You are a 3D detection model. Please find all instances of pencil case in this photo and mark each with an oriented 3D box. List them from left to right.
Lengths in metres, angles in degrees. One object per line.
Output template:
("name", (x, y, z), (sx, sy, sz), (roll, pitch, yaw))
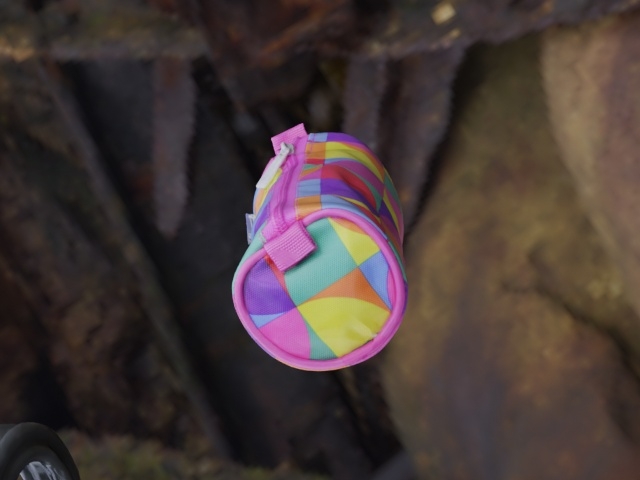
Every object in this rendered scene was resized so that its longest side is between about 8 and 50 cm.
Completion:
("pencil case", (0.000, 0.000, 1.185), (0.236, 0.104, 0.104), (-95, -20, -76))

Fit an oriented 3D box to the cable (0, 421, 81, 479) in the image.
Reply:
("cable", (-0.108, 0.213, 0.857), (0.072, 0.139, 0.287), (-4, 127, 39))
